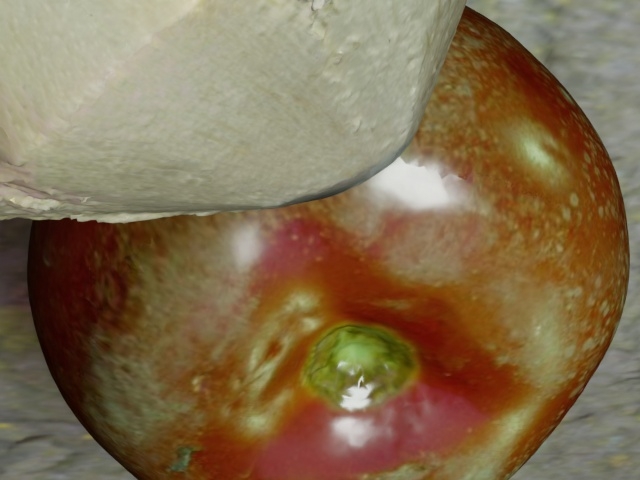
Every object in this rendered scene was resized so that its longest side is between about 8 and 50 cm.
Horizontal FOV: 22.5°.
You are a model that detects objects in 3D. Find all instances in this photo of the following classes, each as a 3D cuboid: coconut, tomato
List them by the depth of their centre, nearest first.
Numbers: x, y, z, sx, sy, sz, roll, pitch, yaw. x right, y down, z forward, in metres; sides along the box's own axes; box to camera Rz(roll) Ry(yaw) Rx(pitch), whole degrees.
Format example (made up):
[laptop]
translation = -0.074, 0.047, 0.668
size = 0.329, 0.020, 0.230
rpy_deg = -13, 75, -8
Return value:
[coconut]
translation = -0.055, -0.119, 0.534
size = 0.239, 0.239, 0.244
rpy_deg = -38, 96, 26
[tomato]
translation = 0.000, 0.000, 0.749
size = 0.270, 0.222, 0.270
rpy_deg = -4, 124, -6
